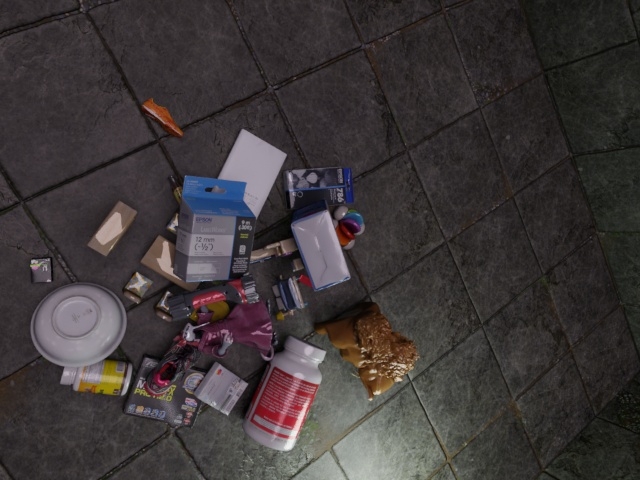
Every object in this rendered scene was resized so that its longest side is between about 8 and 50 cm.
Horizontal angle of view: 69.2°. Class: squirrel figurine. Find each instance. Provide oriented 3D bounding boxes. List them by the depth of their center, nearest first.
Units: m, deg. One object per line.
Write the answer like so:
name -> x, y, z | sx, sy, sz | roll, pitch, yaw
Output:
squirrel figurine -> 0.215, 0.474, 1.930 | 0.281, 0.397, 0.371 | -21, 92, -27

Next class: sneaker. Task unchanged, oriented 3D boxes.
sneaker -> -0.514, 0.438, 1.706 | 0.121, 0.112, 0.299 | 39, 43, -7
sneaker -> -0.574, -0.454, 1.718 | 0.175, 0.064, 0.067 | 43, 66, -22

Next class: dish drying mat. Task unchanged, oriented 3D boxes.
dish drying mat -> -0.055, 0.176, 2.007 | 0.083, 0.008, 0.032 | 30, 81, -23

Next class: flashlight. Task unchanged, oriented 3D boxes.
flashlight -> -0.370, 0.206, 1.617 | 0.304, 0.103, 0.103 | -17, 99, -13

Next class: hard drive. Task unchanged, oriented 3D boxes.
hard drive -> -0.294, -0.254, 1.863 | 0.210, 0.040, 0.319 | 27, 82, -23

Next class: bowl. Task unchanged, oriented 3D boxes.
bowl -> -0.811, 0.270, 1.554 | 0.297, 0.134, 0.298 | 7, 70, -20

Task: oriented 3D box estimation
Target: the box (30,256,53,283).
box -> -0.949, 0.101, 1.580 | 0.062, 0.052, 0.083 | -2, 94, -23

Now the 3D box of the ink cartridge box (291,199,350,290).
ink cartridge box -> 0.000, 0.000, 1.812 | 0.151, 0.395, 0.270 | -18, 101, 5

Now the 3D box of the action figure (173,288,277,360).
action figure -> -0.363, 0.336, 1.747 | 0.370, 0.276, 0.248 | -11, 52, -18

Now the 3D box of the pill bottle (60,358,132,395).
pill bottle -> -0.787, 0.475, 1.634 | 0.215, 0.117, 0.117 | 15, 86, -23

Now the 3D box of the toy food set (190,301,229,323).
toy food set -> -0.428, 0.267, 1.810 | 0.128, 0.071, 0.218 | -47, 120, 3

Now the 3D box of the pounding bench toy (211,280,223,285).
pounding bench toy -> -0.421, 0.133, 1.805 | 0.083, 0.065, 0.052 | 41, 75, -31

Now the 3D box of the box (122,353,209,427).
box -> -0.578, 0.572, 1.763 | 0.270, 0.060, 0.216 | 24, 83, -23

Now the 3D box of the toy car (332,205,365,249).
toy car -> 0.116, -0.055, 2.002 | 0.159, 0.136, 0.182 | 41, 76, -20

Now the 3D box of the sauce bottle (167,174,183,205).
sauce bottle -> -0.538, -0.186, 1.756 | 0.042, 0.042, 0.128 | -30, 105, -20

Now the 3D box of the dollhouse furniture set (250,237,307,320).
dollhouse furniture set -> -0.181, 0.175, 1.799 | 0.198, 0.286, 0.303 | -16, 87, -22

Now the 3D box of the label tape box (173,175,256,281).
label tape box -> -0.362, -0.037, 1.627 | 0.249, 0.115, 0.348 | 1, 104, -42

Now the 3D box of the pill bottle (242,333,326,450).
pill bottle -> -0.135, 0.601, 1.870 | 0.229, 0.229, 0.408 | 27, 82, -23

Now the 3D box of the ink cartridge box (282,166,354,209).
ink cartridge box -> 0.008, -0.227, 1.988 | 0.332, 0.065, 0.165 | -9, 95, -24

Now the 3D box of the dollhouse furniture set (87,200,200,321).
dollhouse furniture set -> -0.580, 0.043, 1.631 | 0.394, 0.256, 0.362 | 36, 78, -21

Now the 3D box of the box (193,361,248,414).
box -> -0.387, 0.581, 1.819 | 0.145, 0.038, 0.186 | -56, 134, -19
